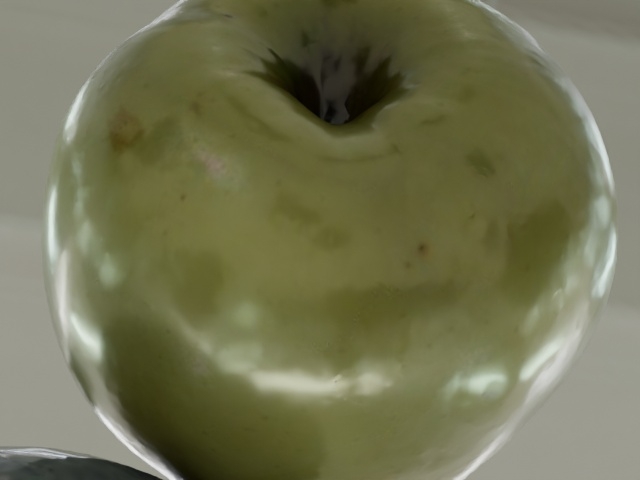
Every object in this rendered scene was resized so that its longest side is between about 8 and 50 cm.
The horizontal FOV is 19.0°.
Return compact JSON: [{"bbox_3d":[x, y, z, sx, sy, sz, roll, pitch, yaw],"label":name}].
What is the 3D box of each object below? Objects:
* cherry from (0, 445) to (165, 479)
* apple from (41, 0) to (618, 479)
[{"bbox_3d":[-0.134,0.211,0.808,0.296,0.218,0.255,-10,-115,-23],"label":"cherry"},{"bbox_3d":[0.000,0.000,0.885,0.262,0.262,0.262,9,-139,-8],"label":"apple"}]
